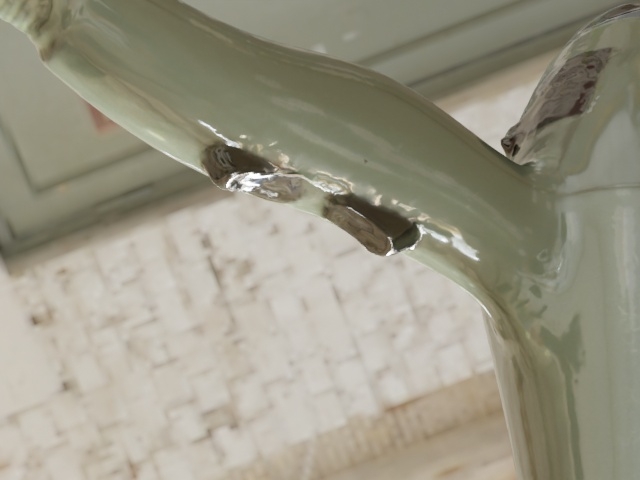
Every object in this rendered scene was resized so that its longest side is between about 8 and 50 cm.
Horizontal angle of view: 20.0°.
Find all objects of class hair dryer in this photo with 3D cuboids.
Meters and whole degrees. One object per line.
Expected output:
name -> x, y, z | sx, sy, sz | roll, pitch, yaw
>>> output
hair dryer -> 0.017, 0.033, 0.393 | 0.092, 0.267, 0.229 | -43, 49, 47
